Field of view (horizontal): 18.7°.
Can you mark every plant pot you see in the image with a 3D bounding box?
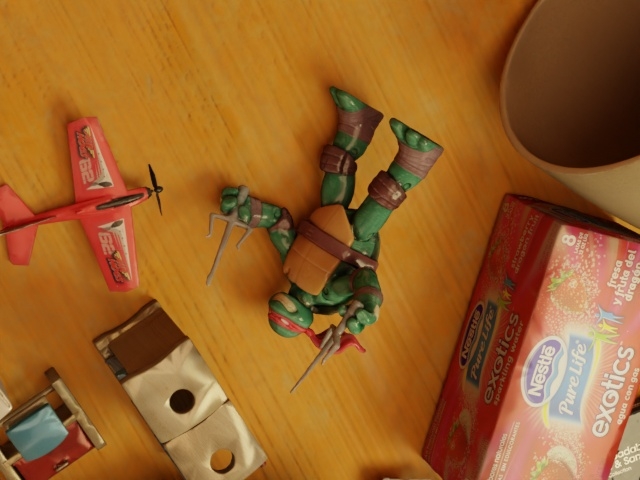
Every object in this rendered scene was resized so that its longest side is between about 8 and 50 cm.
[{"bbox_3d":[0.332,-0.092,1.618,0.256,0.256,0.274,-51,126,0],"label":"plant pot"}]

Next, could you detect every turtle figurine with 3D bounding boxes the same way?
[{"bbox_3d":[0.000,0.000,1.596,0.175,0.118,0.234,30,92,20],"label":"turtle figurine"}]

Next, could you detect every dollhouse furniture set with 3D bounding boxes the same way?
[{"bbox_3d":[-0.164,0.164,1.573,0.184,0.129,0.129,-34,110,-7],"label":"dollhouse furniture set"}]

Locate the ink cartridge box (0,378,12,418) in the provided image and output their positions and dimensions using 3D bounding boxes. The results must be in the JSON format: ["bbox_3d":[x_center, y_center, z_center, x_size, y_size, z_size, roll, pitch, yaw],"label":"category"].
[{"bbox_3d":[-0.331,0.116,1.464,0.160,0.219,0.092,-40,110,-4],"label":"ink cartridge box"}]

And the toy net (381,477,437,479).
[{"bbox_3d":[0.150,0.269,1.719,0.232,0.045,0.122,33,113,-24],"label":"toy net"}]

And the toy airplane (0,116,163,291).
[{"bbox_3d":[-0.200,-0.021,1.573,0.151,0.028,0.151,-3,102,-15],"label":"toy airplane"}]

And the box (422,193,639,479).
[{"bbox_3d":[0.194,0.104,1.666,0.122,0.128,0.257,14,99,-19],"label":"box"}]

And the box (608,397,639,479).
[{"bbox_3d":[0.292,0.226,1.777,0.116,0.029,0.162,-20,107,-11],"label":"box"}]
